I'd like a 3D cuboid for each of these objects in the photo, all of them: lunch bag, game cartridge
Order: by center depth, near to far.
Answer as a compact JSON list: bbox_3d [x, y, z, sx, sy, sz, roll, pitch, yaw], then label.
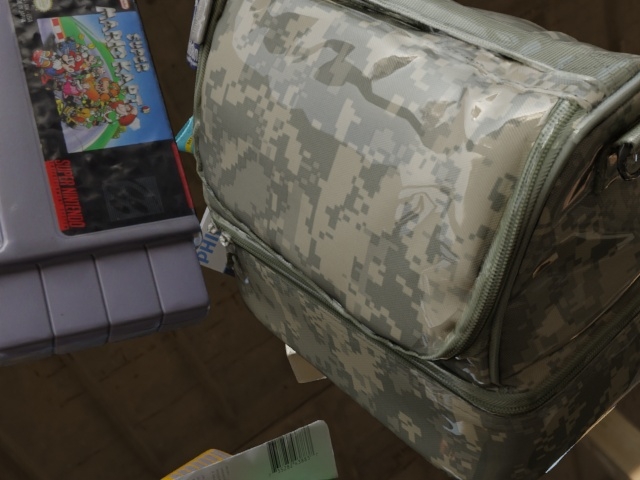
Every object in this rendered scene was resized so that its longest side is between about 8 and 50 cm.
[{"bbox_3d":[0.062,-0.040,0.515,0.212,0.305,0.256,-33,-43,-24],"label":"lunch bag"},{"bbox_3d":[-0.229,-0.086,0.616,0.230,0.355,0.068,-13,-19,-17],"label":"game cartridge"}]

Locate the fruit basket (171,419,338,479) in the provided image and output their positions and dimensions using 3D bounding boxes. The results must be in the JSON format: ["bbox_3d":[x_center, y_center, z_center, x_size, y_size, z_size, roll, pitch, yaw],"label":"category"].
[{"bbox_3d":[-0.109,0.390,0.824,0.353,0.165,0.327,-17,-86,-22],"label":"fruit basket"}]

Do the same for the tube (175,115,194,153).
[{"bbox_3d":[-0.170,-0.162,1.357,0.080,0.207,0.052,-51,-46,-16],"label":"tube"}]

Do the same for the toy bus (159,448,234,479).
[{"bbox_3d":[-0.175,0.429,1.372,0.332,0.130,0.108,25,-97,-80],"label":"toy bus"}]

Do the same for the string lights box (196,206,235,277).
[{"bbox_3d":[0.000,0.000,0.917,0.259,0.077,0.133,21,-58,-9],"label":"string lights box"}]

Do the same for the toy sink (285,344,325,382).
[{"bbox_3d":[0.046,0.177,1.701,0.234,0.153,0.131,-12,-39,3],"label":"toy sink"}]
